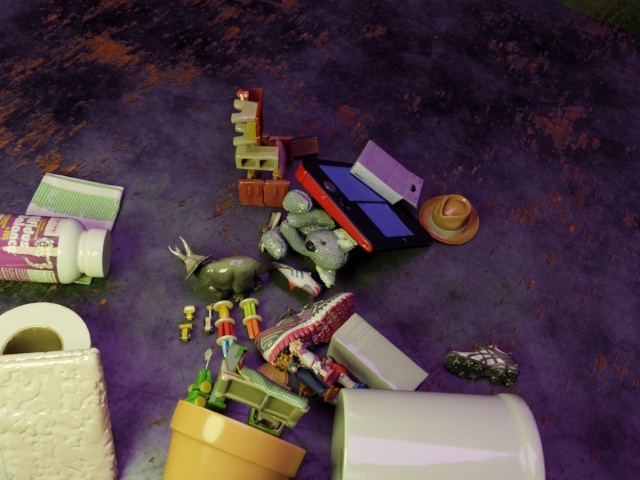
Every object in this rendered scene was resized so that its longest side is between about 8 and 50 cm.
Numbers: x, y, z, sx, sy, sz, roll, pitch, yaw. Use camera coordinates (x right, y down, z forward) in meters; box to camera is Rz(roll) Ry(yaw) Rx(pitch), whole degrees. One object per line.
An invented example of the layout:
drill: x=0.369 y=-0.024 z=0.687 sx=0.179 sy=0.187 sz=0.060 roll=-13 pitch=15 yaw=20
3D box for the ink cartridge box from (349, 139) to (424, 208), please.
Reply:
ink cartridge box: x=0.207 y=-0.194 z=1.894 sx=0.224 sy=0.045 sz=0.223 roll=37 pitch=30 yaw=-4

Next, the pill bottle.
pill bottle: x=-0.688 y=0.021 z=1.553 sx=0.302 sy=0.169 sz=0.169 roll=3 pitch=54 yaw=-8

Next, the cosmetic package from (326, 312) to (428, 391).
cosmetic package: x=0.136 y=0.309 z=1.540 sx=0.238 sy=0.127 sz=0.107 roll=38 pitch=57 yaw=16

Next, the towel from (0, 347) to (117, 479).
towel: x=-0.592 y=0.379 z=1.267 sx=0.317 sy=0.331 sz=0.053 roll=-3 pitch=24 yaw=-10

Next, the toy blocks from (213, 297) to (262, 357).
toy blocks: x=-0.206 y=0.227 z=1.589 sx=0.123 sy=0.054 sz=0.148 roll=-4 pitch=57 yaw=-14

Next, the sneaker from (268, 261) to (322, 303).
sneaker: x=-0.068 y=0.106 z=1.705 sx=0.161 sy=0.057 sz=0.075 roll=33 pitch=39 yaw=17

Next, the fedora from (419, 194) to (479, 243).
fedora: x=0.398 y=-0.081 z=1.888 sx=0.194 sy=0.079 sz=0.194 roll=4 pitch=54 yaw=-5

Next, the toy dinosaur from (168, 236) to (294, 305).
toy dinosaur: x=-0.229 y=0.090 z=1.610 sx=0.314 sy=0.160 sz=0.121 roll=2 pitch=55 yaw=3

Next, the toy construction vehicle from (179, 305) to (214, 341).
toy construction vehicle: x=-0.317 y=0.214 z=1.598 sx=0.086 sy=0.035 sz=0.098 roll=-7 pitch=53 yaw=-1

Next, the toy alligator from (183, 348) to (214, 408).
toy alligator: x=-0.279 y=0.354 z=1.492 sx=0.051 sy=0.056 sz=0.189 roll=43 pitch=45 yaw=-30

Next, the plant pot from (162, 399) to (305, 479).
plant pot: x=-0.201 y=0.478 z=1.288 sx=0.291 sy=0.291 sz=0.203 roll=20 pitch=70 yaw=6

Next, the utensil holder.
utensil holder: x=0.223 y=0.479 z=1.317 sx=0.386 sy=0.327 sz=0.327 roll=4 pitch=54 yaw=-2

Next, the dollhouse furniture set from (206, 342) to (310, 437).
dollhouse furniture set: x=-0.125 y=0.307 z=1.373 sx=0.198 sy=0.301 sz=0.151 roll=22 pitch=59 yaw=-3

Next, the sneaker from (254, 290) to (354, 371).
sneaker: x=-0.031 y=0.208 z=1.595 sx=0.299 sy=0.120 sz=0.112 roll=-28 pitch=42 yaw=-31

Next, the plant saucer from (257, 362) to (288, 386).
plant saucer: x=-0.121 y=0.341 z=1.545 sx=0.084 sy=0.013 sz=0.083 roll=4 pitch=55 yaw=-6

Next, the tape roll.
tape roll: x=-0.634 y=0.286 z=1.409 sx=0.246 sy=0.169 sz=0.246 roll=5 pitch=54 yaw=-6

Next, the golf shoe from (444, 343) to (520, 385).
golf shoe: x=0.418 y=0.313 z=1.621 sx=0.198 sy=0.077 sz=0.094 roll=16 pitch=43 yaw=-6

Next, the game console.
game console: x=0.130 y=-0.102 z=1.754 sx=0.342 sy=0.060 sz=0.387 roll=46 pitch=26 yaw=24

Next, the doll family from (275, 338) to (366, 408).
doll family: x=-0.020 y=0.323 z=1.467 sx=0.163 sy=0.263 sz=0.118 roll=32 pitch=84 yaw=33

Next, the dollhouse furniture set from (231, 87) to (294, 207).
dollhouse furniture set: x=-0.155 y=-0.279 z=1.767 sx=0.152 sy=0.374 sz=0.201 roll=3 pitch=56 yaw=-1

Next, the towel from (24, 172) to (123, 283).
towel: x=-0.704 y=-0.042 z=1.715 sx=0.248 sy=0.038 sz=0.324 roll=11 pitch=54 yaw=-2

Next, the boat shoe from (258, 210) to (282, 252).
boat shoe: x=-0.153 y=-0.026 z=1.783 sx=0.049 sy=0.056 sz=0.152 roll=15 pitch=44 yaw=8

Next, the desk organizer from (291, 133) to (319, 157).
desk organizer: x=-0.072 y=-0.299 z=1.988 sx=0.130 sy=0.050 sz=0.047 roll=-11 pitch=22 yaw=2

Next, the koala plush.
koala plush: x=0.000 y=0.000 z=1.685 sx=0.221 sy=0.196 sz=0.203 roll=41 pitch=21 yaw=34
